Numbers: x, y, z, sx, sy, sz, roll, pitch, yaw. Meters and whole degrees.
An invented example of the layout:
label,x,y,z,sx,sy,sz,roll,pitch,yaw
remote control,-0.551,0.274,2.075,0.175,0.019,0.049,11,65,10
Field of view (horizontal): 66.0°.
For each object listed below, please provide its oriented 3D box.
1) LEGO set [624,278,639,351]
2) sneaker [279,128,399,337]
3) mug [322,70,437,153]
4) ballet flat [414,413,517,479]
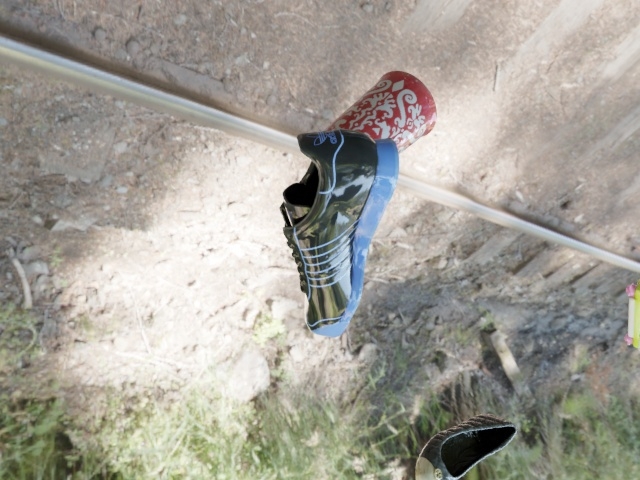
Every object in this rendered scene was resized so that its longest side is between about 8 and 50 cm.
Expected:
label,x,y,z,sx,sy,sz,roll,pitch,yaw
LEGO set,0.364,0.085,0.455,0.107,0.287,0.132,-40,-167,-33
sneaker,0.000,0.000,0.483,0.091,0.081,0.232,5,121,-14
mug,0.083,-0.146,0.737,0.169,0.113,0.150,-43,132,-27
ballet flat,0.185,0.267,0.633,0.173,0.057,0.049,-16,171,-36
